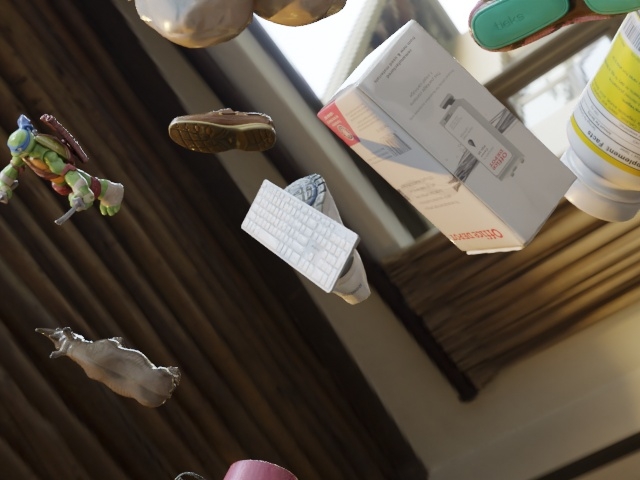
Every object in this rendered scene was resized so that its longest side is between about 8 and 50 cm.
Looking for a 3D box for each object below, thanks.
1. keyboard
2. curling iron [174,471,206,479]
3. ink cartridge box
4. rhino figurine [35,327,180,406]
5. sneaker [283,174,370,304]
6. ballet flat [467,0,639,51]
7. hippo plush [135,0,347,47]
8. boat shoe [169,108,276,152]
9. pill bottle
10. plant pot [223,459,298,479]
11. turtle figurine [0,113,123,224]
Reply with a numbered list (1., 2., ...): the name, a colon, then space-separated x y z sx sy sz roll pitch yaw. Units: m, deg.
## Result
1. keyboard: -0.031 -0.011 1.147 0.014 0.072 0.256 31 -179 -32
2. curling iron: -0.241 0.371 1.195 0.068 0.274 0.035 56 -166 -11
3. ink cartridge box: 0.153 -0.120 1.207 0.283 0.117 0.207 42 169 -8
4. rhino figurine: -0.337 0.191 1.504 0.243 0.073 0.106 28 -178 -11
5. sneaker: 0.000 0.000 1.614 0.129 0.111 0.297 56 -171 -41
6. ballet flat: 0.239 -0.235 0.868 0.076 0.222 0.079 59 -138 -18
7. hippo plush: -0.036 -0.292 0.616 0.234 0.236 0.294 20 -115 -12
8. boat shoe: -0.165 -0.188 1.598 0.178 0.064 0.060 1 -134 -8
9. pill bottle: 0.473 -0.194 1.360 0.188 0.334 0.188 13 -140 -12
10. plant pot: -0.118 0.490 1.643 0.201 0.201 0.180 42 -135 -32
11. turtle figurine: -0.529 -0.087 1.866 0.266 0.198 0.274 29 -140 -61
